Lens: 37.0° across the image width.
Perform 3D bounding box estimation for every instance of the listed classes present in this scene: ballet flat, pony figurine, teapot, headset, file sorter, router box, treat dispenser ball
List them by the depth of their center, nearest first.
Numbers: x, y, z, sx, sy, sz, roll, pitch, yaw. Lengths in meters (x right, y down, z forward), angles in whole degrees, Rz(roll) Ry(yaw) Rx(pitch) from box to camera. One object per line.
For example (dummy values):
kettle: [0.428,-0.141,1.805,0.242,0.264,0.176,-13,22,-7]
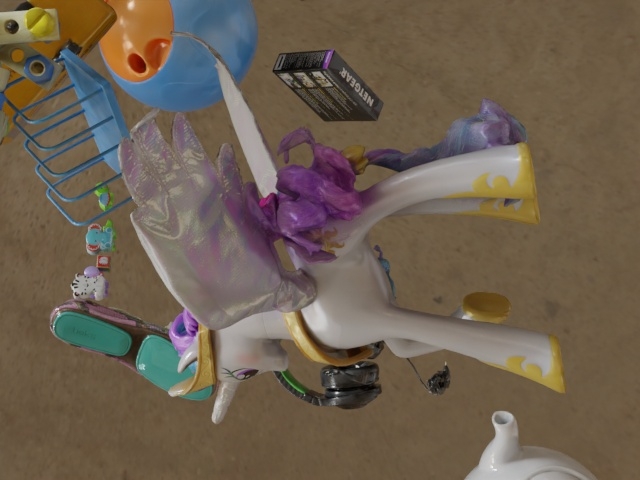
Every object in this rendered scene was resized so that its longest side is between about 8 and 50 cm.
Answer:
pony figurine: [0.000,0.000,0.803,0.363,0.303,0.351,-8,117,13]
file sorter: [-0.300,-0.121,1.167,0.104,0.118,0.170,-33,136,-22]
ballet flat: [-0.223,0.123,1.183,0.221,0.079,0.077,23,113,-5]
teapot: [0.310,0.396,1.298,0.256,0.187,0.252,19,66,-6]
treat dispenser ball: [-0.257,-0.376,1.723,0.288,0.288,0.288,-3,105,-11]
router box: [0.016,-0.285,1.782,0.179,0.133,0.046,39,65,-45]
headset: [0.072,0.239,1.955,0.394,0.185,0.243,14,95,13]

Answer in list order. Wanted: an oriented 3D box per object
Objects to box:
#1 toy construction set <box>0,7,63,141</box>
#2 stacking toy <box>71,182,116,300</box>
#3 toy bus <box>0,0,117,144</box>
toy construction set: [-0.470,-0.208,1.089,0.327,0.151,0.215,20,91,10]
stacking toy: [-0.377,0.033,1.607,0.052,0.167,0.221,4,64,-8]
toy bus: [-0.456,-0.253,1.442,0.108,0.130,0.333,41,87,-11]
